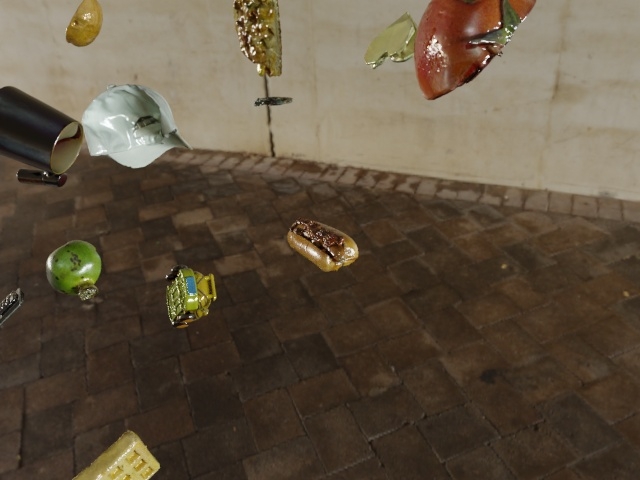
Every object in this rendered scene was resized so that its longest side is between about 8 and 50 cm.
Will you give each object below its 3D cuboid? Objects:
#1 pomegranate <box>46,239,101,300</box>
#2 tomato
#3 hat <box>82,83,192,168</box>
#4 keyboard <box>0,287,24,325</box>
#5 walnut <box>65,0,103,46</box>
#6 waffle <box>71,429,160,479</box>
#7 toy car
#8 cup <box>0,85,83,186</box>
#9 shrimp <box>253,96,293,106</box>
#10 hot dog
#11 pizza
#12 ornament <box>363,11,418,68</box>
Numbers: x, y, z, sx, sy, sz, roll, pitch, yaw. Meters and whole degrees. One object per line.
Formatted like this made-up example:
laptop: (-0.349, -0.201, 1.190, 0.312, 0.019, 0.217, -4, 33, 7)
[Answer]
pomegranate: (-0.635, 0.074, 1.410, 0.143, 0.122, 0.169, -38, 41, 7)
tomato: (0.304, -0.471, 1.221, 0.309, 0.170, 0.309, -41, 15, 13)
hat: (-0.498, -0.326, 1.574, 0.257, 0.168, 0.301, -13, -10, 12)
keyboard: (-0.611, 0.180, 0.963, 0.230, 0.025, 0.093, -49, 28, -11)
walnut: (-0.519, -0.481, 1.231, 0.052, 0.121, 0.091, 32, 25, -15)
waffle: (-0.559, 0.643, 1.463, 0.055, 0.221, 0.248, 34, 60, 27)
toy car: (-0.451, 0.194, 1.929, 0.142, 0.248, 0.201, -2, 72, -30)
cup: (-0.698, -0.246, 1.363, 0.176, 0.239, 0.166, 23, 65, -3)
shrimp: (-0.184, -0.556, 2.189, 0.160, 0.034, 0.091, -11, 23, -17)
hot dog: (0.000, 0.000, 1.195, 0.102, 0.076, 0.249, -20, 24, -19)
pizza: (-0.186, -0.607, 1.473, 0.087, 0.258, 0.268, -17, 51, -16)
ornament: (0.223, -0.601, 1.630, 0.201, 0.059, 0.180, 9, 73, 55)
